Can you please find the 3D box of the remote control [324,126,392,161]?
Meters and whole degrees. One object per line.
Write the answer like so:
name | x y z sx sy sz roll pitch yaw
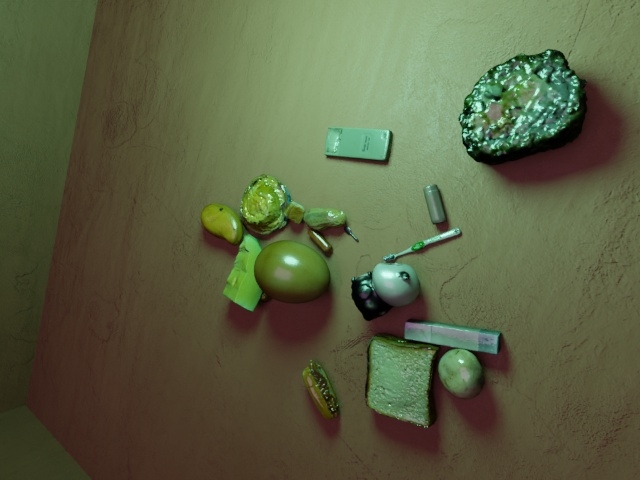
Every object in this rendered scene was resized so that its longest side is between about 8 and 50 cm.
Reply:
remote control | 0.141 -0.381 1.638 0.285 0.038 0.124 10 95 32

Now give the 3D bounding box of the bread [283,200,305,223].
bread | -0.105 -0.117 1.756 0.070 0.076 0.083 -58 22 11

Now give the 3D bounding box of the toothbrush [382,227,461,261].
toothbrush | 0.367 0.019 1.526 0.303 0.030 0.030 -24 80 26

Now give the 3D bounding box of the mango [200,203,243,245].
mango | -0.453 -0.077 1.954 0.262 0.109 0.157 37 100 19

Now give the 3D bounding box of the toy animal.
toy animal | 0.243 0.172 1.507 0.235 0.187 0.165 -36 50 30

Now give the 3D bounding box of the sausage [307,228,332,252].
sausage | 0.000 0.000 1.727 0.039 0.041 0.131 -45 70 1

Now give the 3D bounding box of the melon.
melon | -0.329 0.138 1.878 0.196 0.124 0.324 20 93 37

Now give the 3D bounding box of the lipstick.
lipstick | 0.457 0.332 1.457 0.317 0.066 0.068 3 94 30

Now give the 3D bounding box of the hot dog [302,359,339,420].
hot dog | 0.003 0.613 1.713 0.249 0.102 0.076 64 153 13

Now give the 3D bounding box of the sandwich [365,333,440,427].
sandwich | 0.297 0.508 1.540 0.271 0.099 0.301 6 98 35

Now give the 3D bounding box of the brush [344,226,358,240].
brush | 0.124 -0.026 1.673 0.083 0.008 0.024 46 111 20

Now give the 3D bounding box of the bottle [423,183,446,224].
bottle | 0.406 -0.128 1.479 0.053 0.053 0.140 -16 84 30

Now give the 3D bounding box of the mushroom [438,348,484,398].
mushroom | 0.481 0.452 1.418 0.166 0.127 0.166 -1 88 54

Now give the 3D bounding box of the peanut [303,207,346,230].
peanut | 0.016 -0.088 1.690 0.194 0.083 0.094 5 81 31

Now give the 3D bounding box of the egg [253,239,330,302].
egg | -0.114 0.129 1.678 0.322 0.250 0.250 15 99 23

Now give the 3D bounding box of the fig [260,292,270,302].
fig | -0.262 0.254 1.890 0.083 0.050 0.050 8 96 48

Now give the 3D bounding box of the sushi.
sushi | 0.610 -0.404 1.281 0.351 0.178 0.294 -15 82 28

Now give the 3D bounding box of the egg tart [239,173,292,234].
egg tart | -0.259 -0.152 1.836 0.290 0.107 0.291 2 93 31
